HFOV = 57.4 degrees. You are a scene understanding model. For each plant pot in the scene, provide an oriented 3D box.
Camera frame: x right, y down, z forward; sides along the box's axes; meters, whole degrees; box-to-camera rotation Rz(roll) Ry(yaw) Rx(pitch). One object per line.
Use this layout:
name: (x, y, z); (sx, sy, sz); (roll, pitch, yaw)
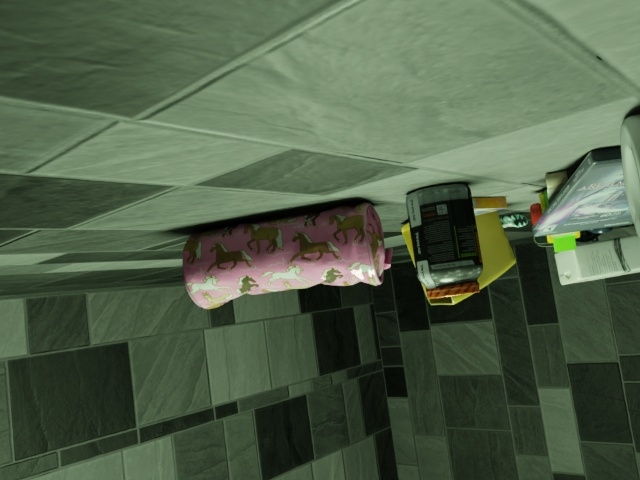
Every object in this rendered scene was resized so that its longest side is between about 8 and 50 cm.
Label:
plant pot: (0.334, 0.022, 1.402); (0.187, 0.212, 0.212); (-21, 175, -6)

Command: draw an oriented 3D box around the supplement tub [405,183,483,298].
supplement tub: (0.220, 0.003, 1.031); (0.117, 0.190, 0.117); (-7, 174, -1)

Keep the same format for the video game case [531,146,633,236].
video game case: (0.499, -0.082, 0.994); (0.196, 0.026, 0.274); (-7, 158, -3)

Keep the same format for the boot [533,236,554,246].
boot: (0.738, -0.039, 1.825); (0.179, 0.085, 0.236); (0, 164, -41)

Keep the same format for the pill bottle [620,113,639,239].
pill bottle: (0.499, -0.089, 0.642); (0.283, 0.161, 0.161); (-10, 174, 22)

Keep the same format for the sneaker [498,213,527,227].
sneaker: (0.529, -0.053, 1.655); (0.098, 0.038, 0.069); (2, 176, 4)

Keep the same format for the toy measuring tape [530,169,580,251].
toy measuring tape: (0.471, -0.080, 1.164); (0.122, 0.121, 0.330); (-10, 151, 21)

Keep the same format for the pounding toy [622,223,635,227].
pounding toy: (0.867, -0.058, 1.434); (0.270, 0.154, 0.154); (-10, 169, 19)

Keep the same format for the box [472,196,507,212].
box: (0.321, -0.071, 1.244); (0.136, 0.028, 0.081); (-6, 174, -35)

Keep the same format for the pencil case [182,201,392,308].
pencil case: (-0.064, 0.032, 1.114); (0.387, 0.160, 0.167); (-10, -178, 16)

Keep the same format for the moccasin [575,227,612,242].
moccasin: (0.604, -0.048, 1.384); (0.138, 0.116, 0.342); (-10, 174, 16)

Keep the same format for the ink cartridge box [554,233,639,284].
ink cartridge box: (0.687, 0.044, 1.394); (0.203, 0.085, 0.148); (-10, 170, 3)
